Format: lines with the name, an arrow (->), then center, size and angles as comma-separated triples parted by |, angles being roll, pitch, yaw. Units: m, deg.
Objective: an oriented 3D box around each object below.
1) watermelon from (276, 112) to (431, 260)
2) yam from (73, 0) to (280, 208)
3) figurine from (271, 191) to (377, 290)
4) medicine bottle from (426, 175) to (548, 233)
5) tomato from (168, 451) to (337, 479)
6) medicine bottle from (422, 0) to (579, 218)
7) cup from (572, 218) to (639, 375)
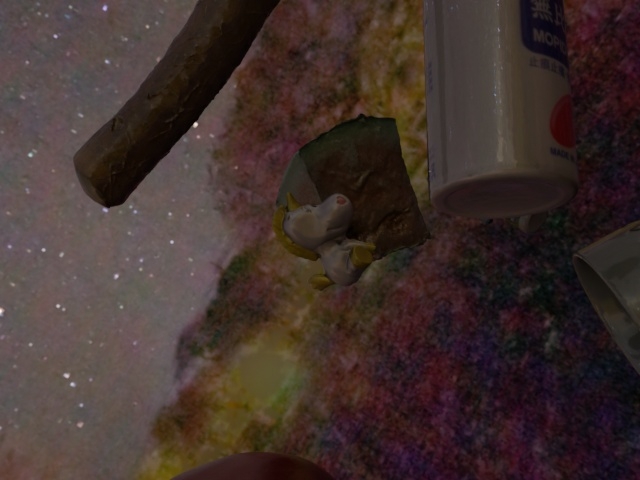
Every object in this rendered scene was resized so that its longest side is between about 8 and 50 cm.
watermelon -> 0.058, -0.092, 1.305 | 0.264, 0.302, 0.151 | -24, 9, -27
yam -> -0.128, -0.189, 0.643 | 0.357, 0.081, 0.081 | -51, -1, -2
figurine -> 0.005, -0.006, 0.989 | 0.129, 0.178, 0.109 | -30, 15, 8
medicine bottle -> 0.292, -0.080, 1.126 | 0.092, 0.220, 0.061 | -30, -46, -19
tomato -> -0.088, 0.349, 0.628 | 0.298, 0.226, 0.299 | -30, 27, 17
medicine bottle -> 0.162, -0.200, 0.592 | 0.130, 0.130, 0.341 | 118, 154, -73
cup -> 0.428, 0.050, 0.647 | 0.234, 0.186, 0.258 | -30, 14, 12
